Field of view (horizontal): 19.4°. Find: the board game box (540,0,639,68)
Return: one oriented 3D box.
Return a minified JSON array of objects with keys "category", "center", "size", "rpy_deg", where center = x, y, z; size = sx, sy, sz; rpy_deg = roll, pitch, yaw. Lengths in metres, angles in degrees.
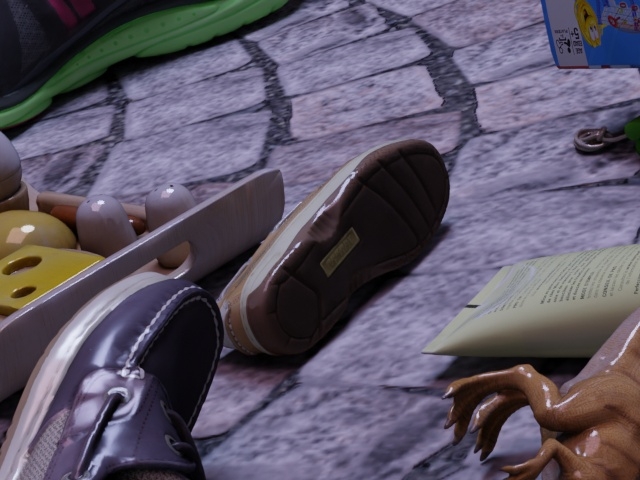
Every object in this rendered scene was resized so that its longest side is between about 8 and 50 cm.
[{"category":"board game box","center":[0.333,-0.171,1.075],"size":[0.308,0.086,0.302],"rpy_deg":[-15,11,-23]}]

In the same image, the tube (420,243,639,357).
[{"category":"tube","center":[0.169,0.027,0.890],"size":[0.240,0.062,0.070],"rpy_deg":[-5,-17,36]}]

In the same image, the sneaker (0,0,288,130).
[{"category":"sneaker","center":[-0.242,-0.221,1.553],"size":[0.483,0.202,0.185],"rpy_deg":[-28,24,-28]}]

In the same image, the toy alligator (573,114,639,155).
[{"category":"toy alligator","center":[0.213,-0.070,1.085],"size":[0.056,0.051,0.190],"rpy_deg":[-30,26,-32]}]

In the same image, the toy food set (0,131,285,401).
[{"category":"toy food set","center":[-0.200,-0.004,1.157],"size":[0.306,0.092,0.220],"rpy_deg":[8,32,46]}]

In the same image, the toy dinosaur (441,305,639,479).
[{"category":"toy dinosaur","center":[0.120,0.072,0.811],"size":[0.112,0.064,0.211],"rpy_deg":[5,46,25]}]

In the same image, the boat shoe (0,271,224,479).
[{"category":"boat shoe","center":[-0.091,0.116,0.799],"size":[0.092,0.102,0.285],"rpy_deg":[2,33,21]}]

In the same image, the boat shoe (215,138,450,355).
[{"category":"boat shoe","center":[0.000,0.000,1.056],"size":[0.072,0.068,0.190],"rpy_deg":[-11,20,44]}]
